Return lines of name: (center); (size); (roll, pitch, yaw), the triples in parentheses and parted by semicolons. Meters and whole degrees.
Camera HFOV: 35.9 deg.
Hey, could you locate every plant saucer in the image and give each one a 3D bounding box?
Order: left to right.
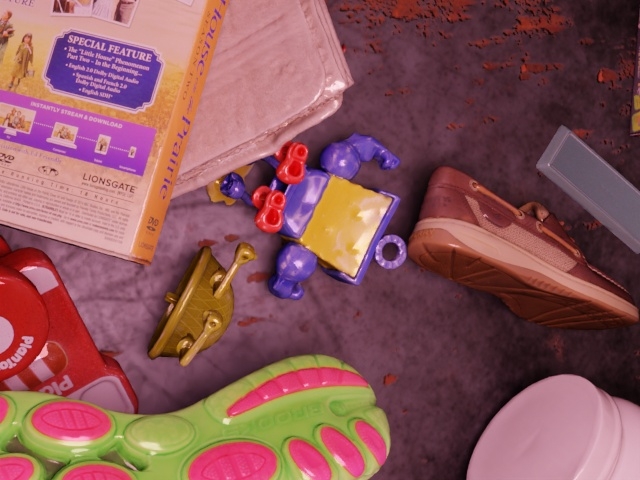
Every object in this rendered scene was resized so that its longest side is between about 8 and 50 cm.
plant saucer: (0.355, -0.063, 1.234); (0.192, 0.018, 0.067); (37, 78, -17)

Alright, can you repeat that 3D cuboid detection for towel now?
towel: (-0.113, -0.151, 0.926); (0.282, 0.049, 0.187); (-23, 69, 19)

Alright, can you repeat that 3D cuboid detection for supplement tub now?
supplement tub: (0.343, 0.320, 1.125); (0.316, 0.228, 0.228); (40, 77, -17)

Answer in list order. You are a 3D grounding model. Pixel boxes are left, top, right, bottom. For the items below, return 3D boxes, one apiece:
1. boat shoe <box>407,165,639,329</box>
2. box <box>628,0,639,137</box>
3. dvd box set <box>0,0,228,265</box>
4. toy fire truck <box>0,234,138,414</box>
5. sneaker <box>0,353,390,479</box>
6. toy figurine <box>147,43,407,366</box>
boat shoe: (0.246, 0.012, 1.134); (0.342, 0.123, 0.123); (22, 67, -29)
box: (0.458, -0.230, 1.259); (0.114, 0.036, 0.207); (5, 89, -21)
dvd box set: (-0.241, -0.217, 0.897); (0.308, 0.062, 0.420); (14, 85, 11)
toy fire truck: (-0.341, 0.145, 0.902); (0.302, 0.169, 0.254); (-31, 120, -17)
sneaker: (-0.164, 0.233, 0.877); (0.483, 0.202, 0.185); (-2, 52, -27)
toy figurine: (0.000, 0.000, 1.013); (0.217, 0.191, 0.362); (28, 82, -25)
